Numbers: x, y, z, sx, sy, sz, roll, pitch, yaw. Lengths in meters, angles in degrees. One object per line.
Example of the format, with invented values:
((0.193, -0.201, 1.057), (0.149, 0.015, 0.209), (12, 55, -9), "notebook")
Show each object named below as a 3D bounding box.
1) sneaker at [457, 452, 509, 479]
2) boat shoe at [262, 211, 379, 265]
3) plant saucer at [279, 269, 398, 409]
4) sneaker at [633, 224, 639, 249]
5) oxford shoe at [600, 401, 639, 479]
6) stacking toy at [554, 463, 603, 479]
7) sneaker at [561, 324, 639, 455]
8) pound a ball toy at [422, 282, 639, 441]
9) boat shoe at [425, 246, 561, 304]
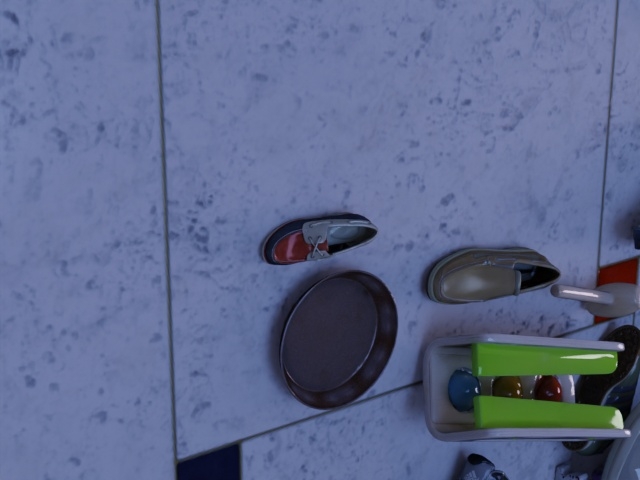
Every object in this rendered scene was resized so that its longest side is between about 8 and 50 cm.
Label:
((0.169, 0.337, 1.645), (0.229, 0.086, 0.132), (5, 97, -49), "sneaker")
((0.000, 0.000, 1.416), (0.137, 0.043, 0.049), (-15, 116, -32), "boat shoe")
((0.016, 0.111, 1.476), (0.168, 0.029, 0.168), (-13, 113, -33), "plant saucer")
((0.518, -0.080, 1.768), (0.283, 0.110, 0.122), (-31, 104, -29), "sneaker")
((0.468, 0.420, 1.802), (0.169, 0.130, 0.449), (-11, 114, -36), "oxford shoe")
((0.411, 0.399, 1.862), (0.167, 0.052, 0.221), (-13, 114, -34), "stacking toy")
((0.404, 0.214, 1.792), (0.086, 0.064, 0.192), (32, 85, -47), "sneaker")
((0.274, 0.152, 1.644), (0.319, 0.136, 0.208), (6, 77, -40), "pound a ball toy")
((0.217, 0.044, 1.578), (0.190, 0.072, 0.068), (-13, 112, -34), "boat shoe")
